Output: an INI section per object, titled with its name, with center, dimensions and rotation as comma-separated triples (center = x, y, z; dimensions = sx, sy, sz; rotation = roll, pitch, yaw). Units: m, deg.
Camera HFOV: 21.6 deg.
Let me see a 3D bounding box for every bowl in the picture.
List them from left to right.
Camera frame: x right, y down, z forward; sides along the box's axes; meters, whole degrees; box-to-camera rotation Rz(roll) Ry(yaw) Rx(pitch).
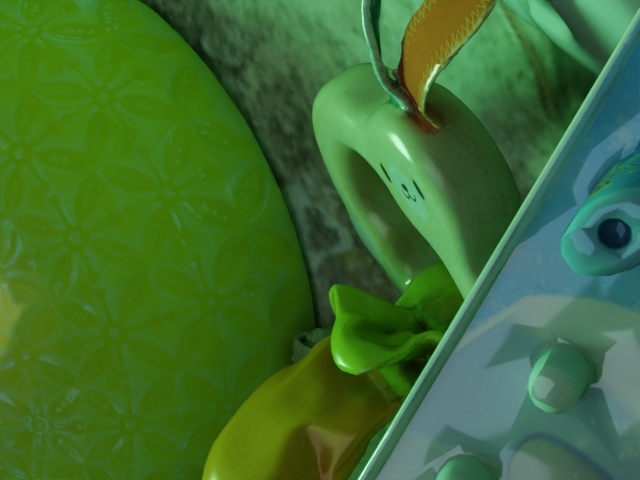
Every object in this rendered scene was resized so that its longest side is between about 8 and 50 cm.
[bowl]
center = -0.157, 0.033, 0.749
dimensions = 0.289, 0.156, 0.289
rotation = 23, 124, 38

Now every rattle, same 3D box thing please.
[rattle]
center = 0.000, 0.000, 0.540
dimensions = 0.199, 0.143, 0.130
rotation = 72, 179, -68

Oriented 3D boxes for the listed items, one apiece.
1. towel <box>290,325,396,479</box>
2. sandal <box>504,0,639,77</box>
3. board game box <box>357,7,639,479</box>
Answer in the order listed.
[towel]
center = 0.049, 0.096, 0.666
dimensions = 0.148, 0.027, 0.110
rotation = 16, 121, 40
[sandal]
center = 0.000, -0.208, 0.495
dimensions = 0.102, 0.169, 0.416
rotation = -43, 81, 6
[board game box]
center = 0.159, 0.188, 0.420
dimensions = 0.390, 0.050, 0.390
rotation = 32, 115, 8
